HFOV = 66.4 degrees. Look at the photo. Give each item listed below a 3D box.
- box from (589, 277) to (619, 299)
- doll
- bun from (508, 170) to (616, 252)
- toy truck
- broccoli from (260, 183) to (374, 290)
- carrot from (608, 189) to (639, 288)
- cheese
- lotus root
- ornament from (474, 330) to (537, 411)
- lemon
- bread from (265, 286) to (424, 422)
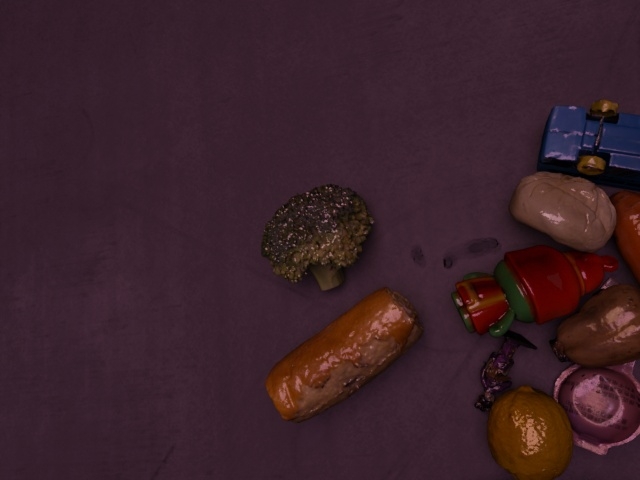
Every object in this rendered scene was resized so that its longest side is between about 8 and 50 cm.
[{"bbox_3d":[0.660,0.132,1.131,0.046,0.012,0.083,43,95,19],"label":"box"},{"bbox_3d":[0.483,0.098,1.100,0.363,0.160,0.182,-16,37,5],"label":"doll"},{"bbox_3d":[0.546,-0.077,1.099,0.229,0.229,0.145,31,110,18],"label":"bun"},{"bbox_3d":[0.700,-0.199,1.095,0.385,0.162,0.161,12,85,16],"label":"toy truck"},{"bbox_3d":[-0.006,-0.011,1.222,0.288,0.235,0.259,-18,78,8],"label":"broccoli"},{"bbox_3d":[0.711,-0.010,1.072,0.159,0.159,0.225,-34,70,8],"label":"carrot"},{"bbox_3d":[0.620,0.317,1.071,0.189,0.074,0.286,9,71,38],"label":"cheese"},{"bbox_3d":[0.620,0.182,1.039,0.257,0.140,0.154,-32,52,25],"label":"lotus root"},{"bbox_3d":[0.424,0.309,1.144,0.081,0.088,0.203,14,98,-7],"label":"ornament"},{"bbox_3d":[0.450,0.420,1.061,0.181,0.180,0.193,-26,78,10],"label":"lemon"},{"bbox_3d":[0.066,0.269,1.158,0.375,0.236,0.165,-37,76,7],"label":"bread"}]
